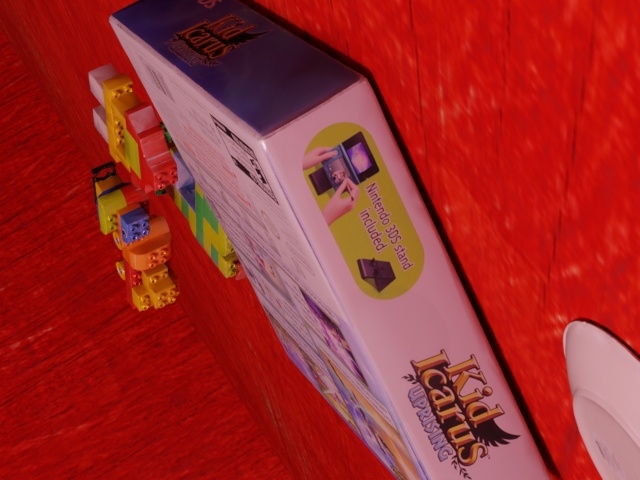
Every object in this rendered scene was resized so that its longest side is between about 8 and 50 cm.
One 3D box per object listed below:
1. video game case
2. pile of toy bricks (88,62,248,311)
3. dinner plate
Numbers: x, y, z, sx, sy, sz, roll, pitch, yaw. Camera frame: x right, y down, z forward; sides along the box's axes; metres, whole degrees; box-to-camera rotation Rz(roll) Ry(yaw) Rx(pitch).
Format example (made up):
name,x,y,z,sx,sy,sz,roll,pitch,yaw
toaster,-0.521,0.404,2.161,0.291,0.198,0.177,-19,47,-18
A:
name,x,y,z,sx,sy,sz,roll,pitch,yaw
video game case,0.000,0.000,0.927,0.244,0.061,0.269,64,170,-26
pile of toy bricks,-0.073,-0.020,1.116,0.105,0.118,0.212,51,156,33
dinner plate,0.129,0.094,0.680,0.141,0.017,0.141,58,172,13
